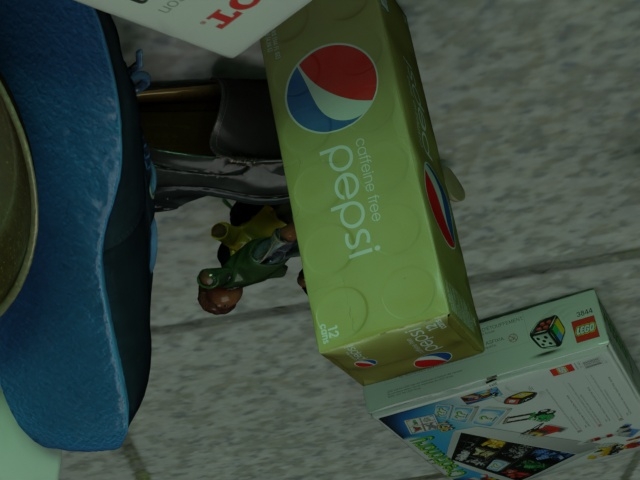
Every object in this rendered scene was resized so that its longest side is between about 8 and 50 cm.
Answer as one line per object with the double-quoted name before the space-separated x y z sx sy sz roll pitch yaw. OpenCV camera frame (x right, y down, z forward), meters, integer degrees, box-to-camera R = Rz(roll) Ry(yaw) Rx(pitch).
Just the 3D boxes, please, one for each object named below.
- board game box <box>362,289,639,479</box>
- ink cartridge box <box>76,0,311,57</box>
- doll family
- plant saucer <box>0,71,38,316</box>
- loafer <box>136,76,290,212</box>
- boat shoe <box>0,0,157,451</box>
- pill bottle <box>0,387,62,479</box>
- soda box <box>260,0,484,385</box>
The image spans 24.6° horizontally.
"board game box" 0.171 0.138 1.235 0.193 0.053 0.305 -17 154 14
"ink cartridge box" -0.064 -0.165 0.446 0.237 0.100 0.172 15 146 -42
"doll family" 0.000 0.000 0.842 0.193 0.076 0.111 6 149 -46
"plant saucer" -0.200 -0.044 0.621 0.198 0.036 0.199 10 122 16
"loafer" -0.044 -0.054 0.740 0.170 0.062 0.061 -11 149 0
"boat shoe" -0.128 -0.022 0.688 0.109 0.089 0.258 9 122 5
"pill bottle" -0.348 0.086 0.722 0.407 0.229 0.229 5 151 -30
"soda box" 0.020 -0.031 0.666 0.061 0.181 0.058 -18 154 15
